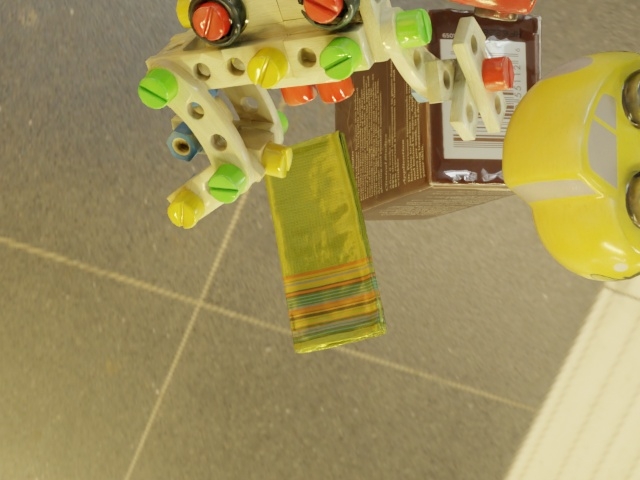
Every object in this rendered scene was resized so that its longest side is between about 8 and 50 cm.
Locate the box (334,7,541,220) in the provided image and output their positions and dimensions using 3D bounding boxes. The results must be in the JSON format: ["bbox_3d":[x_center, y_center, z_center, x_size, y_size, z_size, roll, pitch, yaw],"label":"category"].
[{"bbox_3d":[0.126,-0.131,1.439,0.143,0.381,0.191,0,86,-16],"label":"box"}]

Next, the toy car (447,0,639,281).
[{"bbox_3d":[0.113,-0.129,0.505,0.053,0.239,0.225,0,143,-31],"label":"toy car"}]

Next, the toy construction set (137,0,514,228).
[{"bbox_3d":[-0.008,-0.131,1.025,0.328,0.151,0.215,-11,118,15],"label":"toy construction set"}]

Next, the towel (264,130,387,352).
[{"bbox_3d":[0.000,0.000,1.327,0.102,0.021,0.237,-15,71,10],"label":"towel"}]
